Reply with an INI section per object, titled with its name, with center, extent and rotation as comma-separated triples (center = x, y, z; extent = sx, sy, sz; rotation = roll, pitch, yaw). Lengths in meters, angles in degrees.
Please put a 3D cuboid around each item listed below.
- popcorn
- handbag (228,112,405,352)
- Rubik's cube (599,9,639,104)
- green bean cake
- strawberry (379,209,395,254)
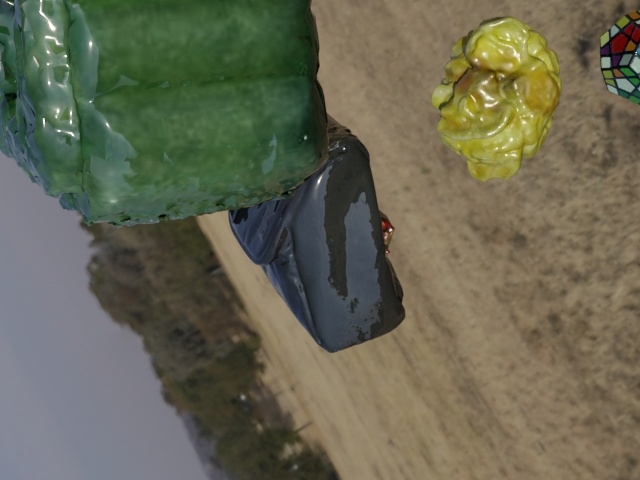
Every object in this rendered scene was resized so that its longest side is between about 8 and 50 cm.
[popcorn]
center = 0.259, -0.213, 1.394
extent = 0.181, 0.235, 0.217
rotation = 18, 170, 10
[handbag]
center = -0.026, -0.032, 1.227
extent = 0.302, 0.177, 0.275
rotation = -126, 13, -63
[Rubik's cube]
center = 0.447, -0.255, 1.299
extent = 0.133, 0.111, 0.133
rotation = 18, -111, -57
[green bean cake]
center = -0.137, -0.181, 0.610
extent = 0.300, 0.169, 0.308
rotation = 22, 119, 59
[strawberry]
center = 0.000, 0.000, 1.706
extent = 0.244, 0.205, 0.205
rotation = 24, 167, 3
